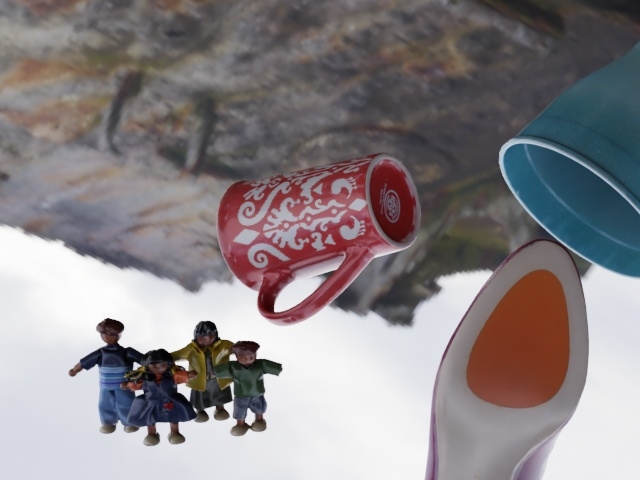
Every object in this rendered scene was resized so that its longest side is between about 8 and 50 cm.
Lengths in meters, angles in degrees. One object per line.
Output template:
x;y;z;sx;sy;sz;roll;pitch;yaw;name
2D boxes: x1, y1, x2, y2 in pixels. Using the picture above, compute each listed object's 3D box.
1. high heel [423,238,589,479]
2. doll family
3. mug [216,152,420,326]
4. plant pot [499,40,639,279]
0.154;0.179;1.137;0.127;0.377;0.181;19;-176;7;high heel
-0.135;0.124;1.148;0.193;0.111;0.076;-8;-156;-13;doll family
0.005;-0.003;1.172;0.113;0.169;0.150;-6;-97;-55;mug
0.428;-0.130;1.681;0.272;0.255;0.271;39;167;11;plant pot
